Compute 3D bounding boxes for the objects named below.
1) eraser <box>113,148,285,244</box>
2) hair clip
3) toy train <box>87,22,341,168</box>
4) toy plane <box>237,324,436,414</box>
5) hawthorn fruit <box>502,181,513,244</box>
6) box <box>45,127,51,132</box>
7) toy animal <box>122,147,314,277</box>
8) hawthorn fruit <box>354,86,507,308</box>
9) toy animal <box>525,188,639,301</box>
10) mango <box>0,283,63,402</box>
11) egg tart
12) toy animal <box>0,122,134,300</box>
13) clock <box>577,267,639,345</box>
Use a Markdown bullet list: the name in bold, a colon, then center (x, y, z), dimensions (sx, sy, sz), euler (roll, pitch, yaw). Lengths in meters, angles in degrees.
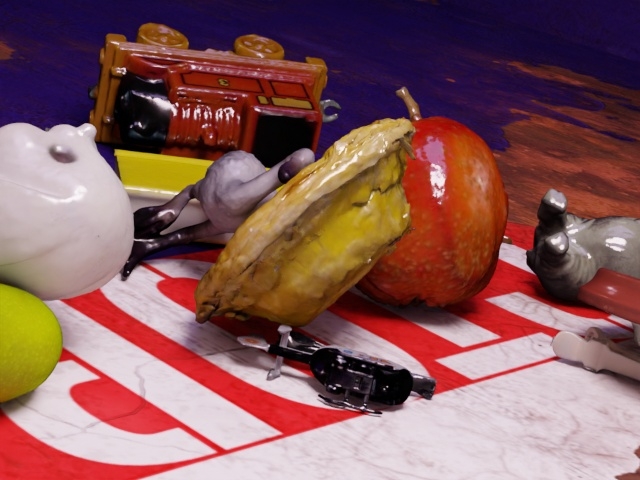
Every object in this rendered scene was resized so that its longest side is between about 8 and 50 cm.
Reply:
- **eraser**: center (-0.146, -0.049, 1.885), dimensions (0.226, 0.069, 0.158), euler (7, 17, -12)
- **hair clip**: center (0.357, 0.144, 1.635), dimensions (0.226, 0.034, 0.072), euler (23, 19, 31)
- **toy train**: center (-0.137, -0.183, 2.168), dimensions (0.369, 0.163, 0.231), euler (5, 27, -18)
- **toy plane**: center (0.012, 0.123, 1.491), dimensions (0.197, 0.053, 0.078), euler (14, 10, 9)
- **hawthorn fruit**: center (0.149, -0.052, 1.916), dimensions (0.173, 0.173, 0.179), euler (5, 18, -16)
- **box**: center (-0.333, -0.048, 1.711), dimensions (0.093, 0.124, 0.172), euler (-3, 19, -9)
- **toy animal**: center (-0.092, -0.045, 1.670), dimensions (0.324, 0.090, 0.195), euler (-21, 14, 40)
- **hawthorn fruit**: center (0.112, -0.051, 1.732), dimensions (0.205, 0.253, 0.205), euler (0, -6, 0)
- **toy animal**: center (0.416, 0.029, 1.844), dimensions (0.343, 0.168, 0.106), euler (11, 62, -6)
- **mango**: center (-0.348, 0.078, 1.289), dimensions (0.293, 0.143, 0.175), euler (10, 9, -37)
- **egg tart**: center (0.000, 0.000, 1.549), dimensions (0.116, 0.295, 0.295), euler (48, 23, 2)
- **toy animal**: center (-0.320, -0.019, 1.441), dimensions (0.249, 0.174, 0.289), euler (12, -15, -33)
- **clock**: center (0.426, 0.110, 1.656), dimensions (0.318, 0.080, 0.318), euler (18, 2, -1)
